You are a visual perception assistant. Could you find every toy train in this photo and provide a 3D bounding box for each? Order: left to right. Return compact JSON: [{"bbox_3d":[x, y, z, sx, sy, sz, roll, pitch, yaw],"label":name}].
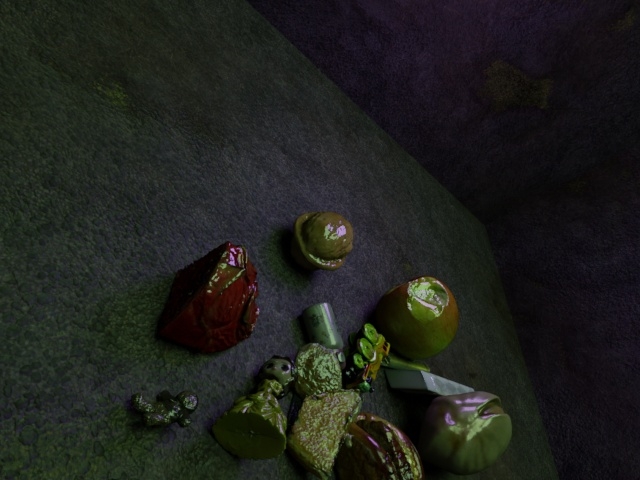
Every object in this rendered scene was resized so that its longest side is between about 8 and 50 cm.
[{"bbox_3d":[0.160,0.430,1.946,0.161,0.100,0.296,50,32,-10],"label":"toy train"}]

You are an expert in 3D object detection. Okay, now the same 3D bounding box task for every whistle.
[{"bbox_3d":[0.336,0.503,2.180,0.326,0.057,0.068,27,43,-41],"label":"whistle"}]

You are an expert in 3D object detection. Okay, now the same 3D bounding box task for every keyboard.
[{"bbox_3d":[-0.073,0.517,1.627,0.053,0.010,0.155,46,33,-22],"label":"keyboard"}]

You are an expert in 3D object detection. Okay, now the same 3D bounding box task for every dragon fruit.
[{"bbox_3d":[-0.277,0.161,1.521,0.240,0.302,0.330,41,-2,39],"label":"dragon fruit"}]

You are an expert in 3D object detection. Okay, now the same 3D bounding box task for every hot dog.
[{"bbox_3d":[0.187,0.715,1.622,0.185,0.223,0.406,13,53,-53],"label":"hot dog"}]

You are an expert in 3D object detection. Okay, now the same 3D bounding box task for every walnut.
[{"bbox_3d":[0.000,0.000,1.983,0.257,0.224,0.257,29,41,-28],"label":"walnut"}]

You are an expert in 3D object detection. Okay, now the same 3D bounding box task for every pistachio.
[{"bbox_3d":[0.538,0.711,1.993,0.445,0.365,0.282,14,37,-49],"label":"pistachio"}]

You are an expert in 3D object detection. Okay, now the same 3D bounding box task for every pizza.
[{"bbox_3d":[0.020,0.542,1.586,0.189,0.071,0.297,30,53,9],"label":"pizza"}]

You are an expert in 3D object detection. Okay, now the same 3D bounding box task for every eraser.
[{"bbox_3d":[0.452,0.593,2.150,0.396,0.213,0.082,27,63,-40],"label":"eraser"}]

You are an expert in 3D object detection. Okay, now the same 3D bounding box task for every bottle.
[{"bbox_3d":[0.017,0.336,1.821,0.109,0.109,0.234,11,54,-51],"label":"bottle"}]

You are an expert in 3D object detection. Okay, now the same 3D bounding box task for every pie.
[{"bbox_3d":[-0.016,0.420,1.687,0.163,0.079,0.194,3,68,-27],"label":"pie"}]

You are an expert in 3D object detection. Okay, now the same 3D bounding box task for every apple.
[{"bbox_3d":[0.395,0.311,2.168,0.339,0.339,0.340,35,38,-33],"label":"apple"}]

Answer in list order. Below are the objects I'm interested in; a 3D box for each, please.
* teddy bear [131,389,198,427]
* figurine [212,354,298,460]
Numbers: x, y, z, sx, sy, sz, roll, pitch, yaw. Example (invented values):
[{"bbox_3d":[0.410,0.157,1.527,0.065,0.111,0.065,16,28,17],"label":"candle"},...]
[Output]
[{"bbox_3d":[-0.362,0.402,1.257,0.160,0.078,0.119,3,26,-47],"label":"teddy bear"},{"bbox_3d":[-0.145,0.424,1.468,0.168,0.187,0.315,60,23,-15],"label":"figurine"}]
